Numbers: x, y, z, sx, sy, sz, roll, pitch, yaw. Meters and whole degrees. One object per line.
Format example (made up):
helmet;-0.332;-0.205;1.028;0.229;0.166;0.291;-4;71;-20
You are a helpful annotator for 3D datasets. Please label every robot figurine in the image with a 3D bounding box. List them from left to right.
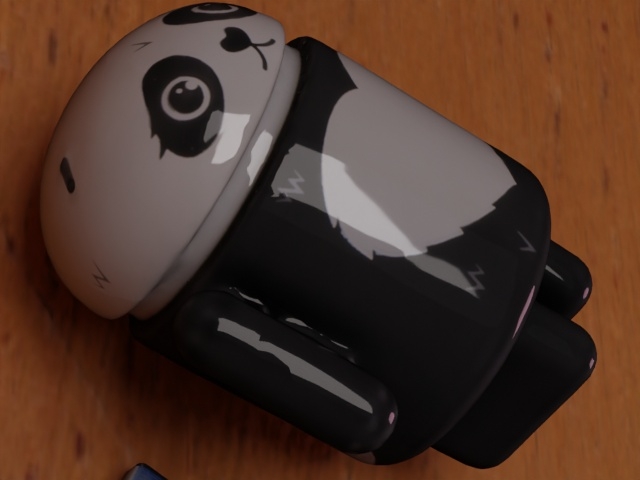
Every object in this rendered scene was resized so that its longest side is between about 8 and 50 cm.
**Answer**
robot figurine;0.001;0.000;0.936;0.278;0.209;0.173;30;85;-15

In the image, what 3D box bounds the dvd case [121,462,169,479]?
dvd case;-0.069;0.249;0.869;0.180;0.022;0.253;37;53;-11
